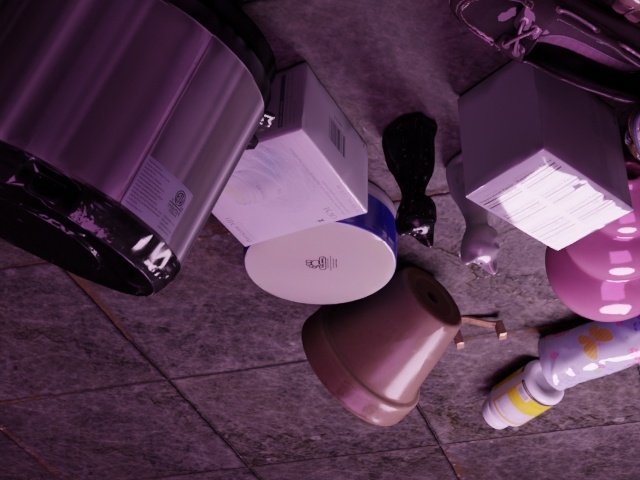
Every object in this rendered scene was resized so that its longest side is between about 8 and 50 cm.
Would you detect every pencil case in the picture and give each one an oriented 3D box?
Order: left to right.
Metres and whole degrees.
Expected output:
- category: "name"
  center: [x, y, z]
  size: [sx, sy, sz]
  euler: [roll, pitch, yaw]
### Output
- category: "pencil case"
  center: [0.566, 0.211, 2.164]
  size: [0.273, 0.113, 0.124]
  euler: [-24, 147, 32]

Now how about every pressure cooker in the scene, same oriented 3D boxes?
- category: "pressure cooker"
  center: [-0.256, -0.182, 1.388]
  size: [0.376, 0.420, 0.370]
  euler: [26, 164, 1]

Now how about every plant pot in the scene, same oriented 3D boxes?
- category: "plant pot"
  center: [0.132, 0.174, 2.038]
  size: [0.263, 0.263, 0.229]
  euler: [28, 120, -33]

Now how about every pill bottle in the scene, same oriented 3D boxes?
- category: "pill bottle"
  center: [0.429, 0.337, 2.357]
  size: [0.103, 0.103, 0.184]
  euler: [18, 142, -22]

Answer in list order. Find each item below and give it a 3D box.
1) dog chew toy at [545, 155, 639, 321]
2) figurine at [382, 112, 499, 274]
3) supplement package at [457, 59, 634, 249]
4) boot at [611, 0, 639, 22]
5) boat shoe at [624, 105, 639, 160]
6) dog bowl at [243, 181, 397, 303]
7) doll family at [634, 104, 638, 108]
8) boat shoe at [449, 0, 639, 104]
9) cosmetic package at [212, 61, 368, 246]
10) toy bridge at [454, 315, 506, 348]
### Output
- category: "dog chew toy"
  center: [0.472, -0.012, 1.763]
  size: [0.207, 0.206, 0.332]
  euler: [-2, 146, 5]
- category: "figurine"
  center: [0.195, -0.061, 1.698]
  size: [0.215, 0.209, 0.092]
  euler: [23, 140, -29]
- category: "supplement package"
  center: [0.326, -0.129, 1.610]
  size: [0.203, 0.194, 0.149]
  euler: [27, 137, -32]
- category: "boot"
  center: [0.454, -0.320, 1.473]
  size: [0.118, 0.042, 0.087]
  euler: [21, 147, -25]
- category: "boat shoe"
  center: [0.474, -0.140, 1.584]
  size: [0.066, 0.066, 0.183]
  euler: [-50, 137, -3]
- category: "dog bowl"
  center: [0.000, 0.000, 1.885]
  size: [0.265, 0.104, 0.265]
  euler: [1, 145, 1]
- category: "doll family"
  center: [0.542, -0.172, 1.655]
  size: [0.111, 0.076, 0.193]
  euler: [-16, 147, 16]
- category: "boat shoe"
  center: [0.332, -0.271, 1.491]
  size: [0.335, 0.095, 0.112]
  euler: [14, 143, -18]
- category: "cosmetic package"
  center: [-0.073, -0.124, 1.682]
  size: [0.225, 0.138, 0.224]
  euler: [-15, 142, 23]
- category: "toy bridge"
  center: [0.269, 0.183, 2.172]
  size: [0.188, 0.063, 0.026]
  euler: [-12, 145, -1]
